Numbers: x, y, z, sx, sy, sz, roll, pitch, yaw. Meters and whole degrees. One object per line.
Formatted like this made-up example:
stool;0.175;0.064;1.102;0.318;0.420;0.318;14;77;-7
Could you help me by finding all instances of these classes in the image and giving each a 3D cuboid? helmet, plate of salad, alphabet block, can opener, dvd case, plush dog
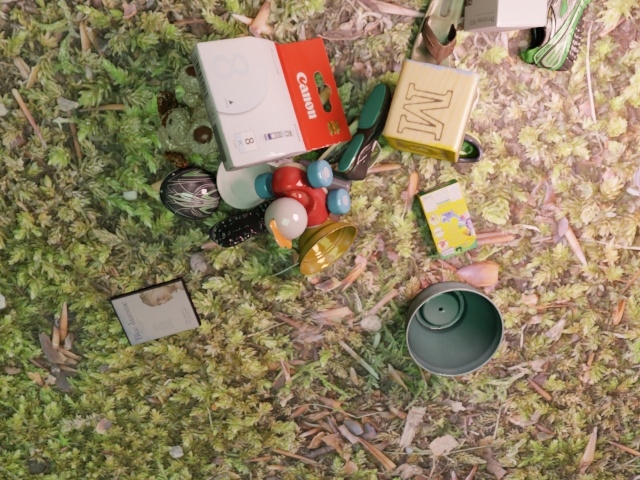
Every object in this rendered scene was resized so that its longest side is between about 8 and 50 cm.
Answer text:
helmet;-0.373;-0.137;1.485;0.169;0.161;0.169;0;108;-1
plate of salad;-0.217;-0.190;1.503;0.199;0.048;0.200;-18;122;-32
alphabet block;0.289;-0.330;1.334;0.193;0.192;0.197;16;93;16
can opener;-0.042;-0.216;1.434;0.283;0.076;0.095;19;125;-1
dvd case;-0.540;0.235;1.680;0.253;0.022;0.180;-16;108;4
plush dog;-0.356;-0.325;1.437;0.225;0.210;0.263;-14;78;18

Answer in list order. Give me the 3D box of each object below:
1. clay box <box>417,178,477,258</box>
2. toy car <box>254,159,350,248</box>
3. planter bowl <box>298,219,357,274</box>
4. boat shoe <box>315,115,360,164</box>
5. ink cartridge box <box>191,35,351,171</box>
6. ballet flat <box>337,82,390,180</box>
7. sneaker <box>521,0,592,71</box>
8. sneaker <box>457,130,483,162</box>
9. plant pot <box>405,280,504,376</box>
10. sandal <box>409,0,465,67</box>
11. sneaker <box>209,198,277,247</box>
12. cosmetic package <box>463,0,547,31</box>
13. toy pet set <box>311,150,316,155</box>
clay box;0.394;-0.064;1.583;0.127;0.053;0.222;-21;109;5
toy car;-0.072;-0.065;1.368;0.219;0.238;0.210;-7;138;32
planter bowl;0.000;0.000;1.553;0.217;0.217;0.090;-46;67;13
boat shoe;0.057;-0.260;1.496;0.073;0.080;0.223;42;98;-7
ink cartridge box;-0.106;-0.374;1.335;0.385;0.091;0.308;-18;93;-23
ballet flat;0.140;-0.293;1.431;0.096;0.095;0.280;25;93;-34
sneaker;0.630;-0.632;1.356;0.146;0.134;0.344;4;109;-2
sneaker;0.334;-0.291;1.469;0.299;0.121;0.111;11;107;-4
plant pot;0.397;0.247;1.611;0.293;0.196;0.293;-1;109;-2
sandal;0.322;-0.562;1.398;0.120;0.086;0.303;8;108;-4
sneaker;-0.202;-0.060;1.556;0.283;0.124;0.107;-15;100;-22
cosmetic package;0.479;-0.643;1.323;0.151;0.151;0.184;-7;108;-17
toy pet set;-0.073;-0.259;1.502;0.114;0.065;0.122;32;105;-11
